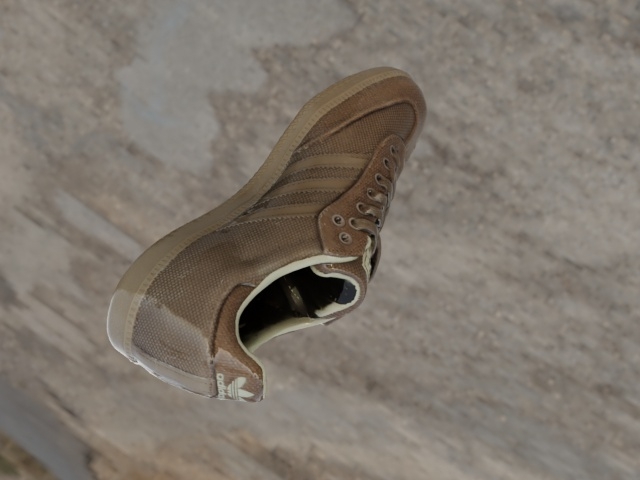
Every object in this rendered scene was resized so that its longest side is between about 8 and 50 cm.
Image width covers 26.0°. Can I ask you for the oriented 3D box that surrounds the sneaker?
[{"bbox_3d":[0.000,0.000,0.565,0.071,0.188,0.066,29,144,24],"label":"sneaker"}]
